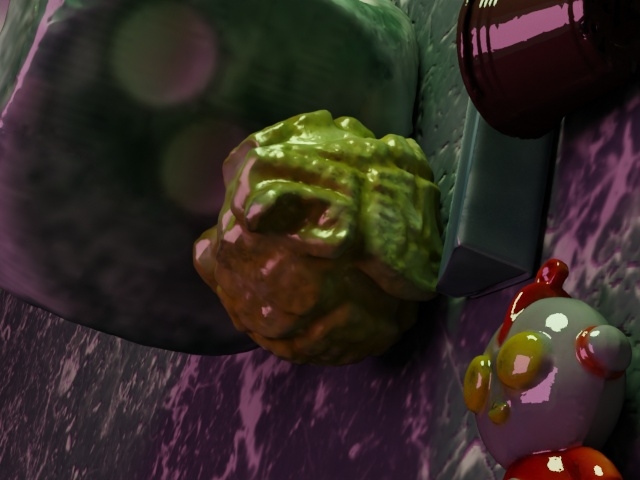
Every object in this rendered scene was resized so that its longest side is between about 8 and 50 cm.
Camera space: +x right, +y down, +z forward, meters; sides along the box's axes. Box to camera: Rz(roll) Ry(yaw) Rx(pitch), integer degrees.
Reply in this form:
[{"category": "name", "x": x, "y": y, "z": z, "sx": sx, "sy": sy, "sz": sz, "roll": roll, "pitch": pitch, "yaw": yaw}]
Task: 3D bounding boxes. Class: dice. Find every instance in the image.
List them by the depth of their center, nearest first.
[{"category": "dice", "x": -0.130, "y": -0.116, "z": 1.187, "sx": 0.328, "sy": 0.348, "sz": 0.330, "roll": -64, "pitch": 28, "yaw": 15}]

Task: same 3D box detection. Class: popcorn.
[{"category": "popcorn", "x": -0.001, "y": 0.000, "z": 0.995, "sx": 0.187, "sy": 0.167, "sz": 0.185, "roll": -99, "pitch": 31, "yaw": -58}]

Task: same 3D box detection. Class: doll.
[{"category": "doll", "x": 0.121, "y": 0.118, "z": 0.728, "sx": 0.142, "sy": 0.076, "sz": 0.245, "roll": -37, "pitch": 43, "yaw": 53}]

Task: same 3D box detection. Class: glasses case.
[{"category": "glasses case", "x": 0.132, "y": -0.097, "z": 0.937, "sx": 0.105, "sy": 0.056, "sz": 0.266, "roll": 98, "pitch": -176, "yaw": -70}]

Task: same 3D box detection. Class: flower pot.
[{"category": "flower pot", "x": 0.152, "y": -0.124, "z": 0.846, "sx": 0.089, "sy": 0.111, "sz": 0.111, "roll": -13, "pitch": 59, "yaw": 47}]
